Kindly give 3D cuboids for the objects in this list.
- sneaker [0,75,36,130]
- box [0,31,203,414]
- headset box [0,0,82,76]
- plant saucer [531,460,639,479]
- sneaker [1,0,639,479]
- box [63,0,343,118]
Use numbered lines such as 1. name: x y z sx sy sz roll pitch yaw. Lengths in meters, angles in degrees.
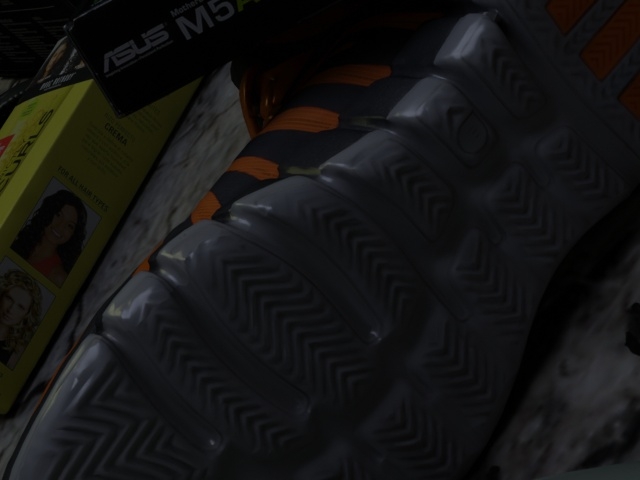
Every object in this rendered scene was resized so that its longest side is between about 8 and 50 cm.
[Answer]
1. sneaker: -0.209 -0.046 1.080 0.170 0.051 0.089 -47 31 9
2. box: -0.145 -0.018 0.938 0.087 0.058 0.232 -9 46 51
3. headset box: -0.216 -0.233 1.085 0.131 0.283 0.246 -56 27 -15
4. plant saucer: 0.021 0.160 0.304 0.400 0.100 0.400 -25 30 15
5. sneaker: 0.000 0.000 0.655 0.321 0.124 0.180 -44 21 -16
6. box: 0.008 -0.127 0.669 0.190 0.045 0.184 -27 19 12
